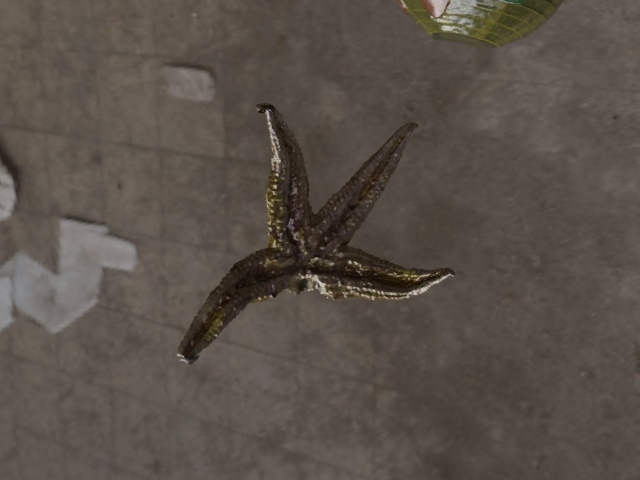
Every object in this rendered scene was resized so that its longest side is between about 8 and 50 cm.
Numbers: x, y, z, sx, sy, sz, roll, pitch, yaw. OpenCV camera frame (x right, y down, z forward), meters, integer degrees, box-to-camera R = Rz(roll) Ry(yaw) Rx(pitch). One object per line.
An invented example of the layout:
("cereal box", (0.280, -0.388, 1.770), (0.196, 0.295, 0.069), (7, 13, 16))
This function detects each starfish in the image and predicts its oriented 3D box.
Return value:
("starfish", (-0.001, -0.001, 1.769), (0.132, 0.398, 0.383), (-142, 60, -69))

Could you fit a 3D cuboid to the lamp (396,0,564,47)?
("lamp", (0.214, -0.390, 1.520), (0.250, 0.250, 0.284), (17, 95, 38))
